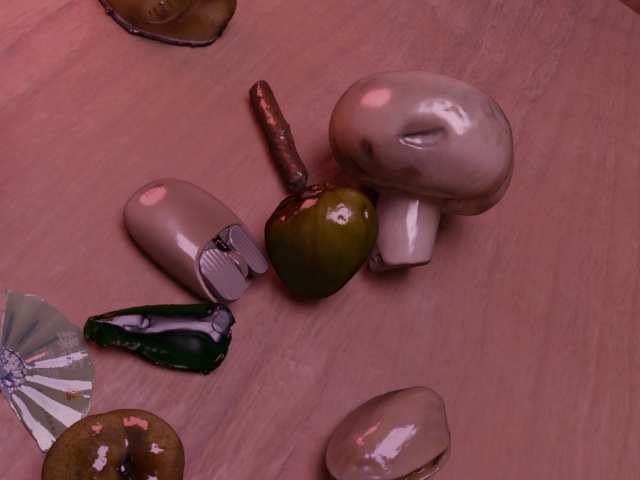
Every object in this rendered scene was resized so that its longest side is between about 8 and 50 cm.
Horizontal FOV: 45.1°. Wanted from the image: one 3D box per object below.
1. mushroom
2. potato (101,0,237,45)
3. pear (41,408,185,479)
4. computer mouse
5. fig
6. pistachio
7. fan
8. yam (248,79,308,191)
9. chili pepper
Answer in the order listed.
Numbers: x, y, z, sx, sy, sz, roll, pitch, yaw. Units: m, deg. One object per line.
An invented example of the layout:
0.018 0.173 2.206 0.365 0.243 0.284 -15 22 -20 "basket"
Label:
0.194 -0.139 1.355 0.325 0.353 0.353 -16 65 -18 "mushroom"
-0.291 -0.526 1.451 0.300 0.196 0.246 39 50 0 "potato"
-0.248 0.282 0.928 0.167 0.136 0.167 7 72 -24 "pear"
-0.194 -0.006 1.202 0.236 0.082 0.145 41 48 6 "computer mouse"
0.000 0.000 1.234 0.181 0.191 0.181 7 16 -2 "fig"
0.104 0.296 1.120 0.152 0.126 0.223 24 44 36 "pistachio"
-0.372 0.165 1.035 0.131 0.009 0.240 -7 61 -34 "fan"
-0.076 -0.193 1.415 0.057 0.057 0.241 -5 58 -30 "yam"
-0.226 0.133 1.099 0.216 0.062 0.108 3 57 -24 "chili pepper"
